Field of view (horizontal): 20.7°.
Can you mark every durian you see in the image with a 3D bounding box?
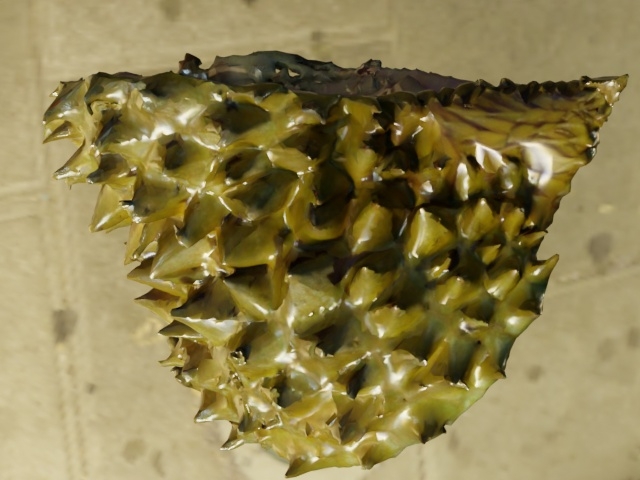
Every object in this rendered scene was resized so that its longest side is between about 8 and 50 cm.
[{"bbox_3d":[-0.010,0.008,0.815,0.185,0.305,0.195,-2,99,-53],"label":"durian"}]
